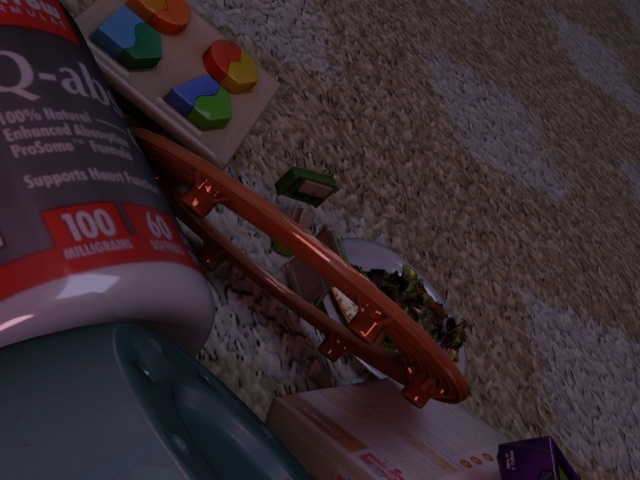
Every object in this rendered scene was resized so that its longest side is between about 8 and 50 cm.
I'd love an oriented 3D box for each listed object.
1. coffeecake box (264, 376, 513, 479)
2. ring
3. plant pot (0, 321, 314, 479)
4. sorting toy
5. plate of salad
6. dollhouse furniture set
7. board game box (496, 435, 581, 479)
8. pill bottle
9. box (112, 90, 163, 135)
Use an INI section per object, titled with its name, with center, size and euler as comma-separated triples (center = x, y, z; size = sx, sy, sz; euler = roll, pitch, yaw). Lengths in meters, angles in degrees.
[coffeecake box]
center = 0.061, 0.180, 0.786
size = 0.185, 0.068, 0.142
euler = 0, 25, -47
[ring]
center = -0.031, 0.032, 0.749
size = 0.336, 0.032, 0.336
euler = 37, -11, 8
[plant pot]
center = -0.106, 0.177, 0.397
size = 0.293, 0.235, 0.293
euler = 48, 0, 0
[sorting toy]
center = -0.136, -0.178, 0.933
size = 0.193, 0.038, 0.208
euler = 39, 34, -11
[plate of salad]
center = 0.083, 0.073, 0.995
size = 0.200, 0.048, 0.200
euler = 29, 36, -24
[dollhouse furniture set]
center = 0.000, 0.000, 0.957
size = 0.059, 0.076, 0.151
euler = 15, 44, -41
[board game box]
center = 0.194, 0.341, 0.696
size = 0.208, 0.056, 0.346
euler = 45, 36, -49
[pill bottle]
center = -0.234, -0.055, 0.635
size = 0.210, 0.210, 0.363
euler = -4, 58, -49
[box]
center = -0.163, -0.158, 0.966
size = 0.062, 0.052, 0.083
euler = 37, 35, -13
